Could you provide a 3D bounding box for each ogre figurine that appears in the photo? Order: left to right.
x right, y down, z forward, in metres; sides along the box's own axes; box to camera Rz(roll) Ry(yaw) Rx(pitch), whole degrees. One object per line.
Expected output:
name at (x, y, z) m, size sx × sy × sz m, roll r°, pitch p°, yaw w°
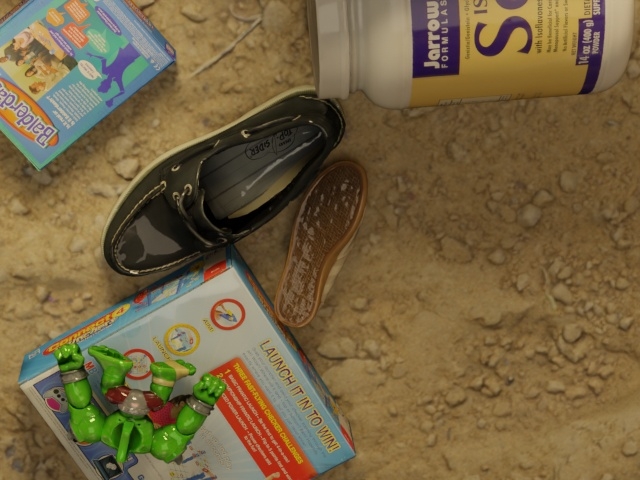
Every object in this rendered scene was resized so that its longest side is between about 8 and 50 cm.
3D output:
ogre figurine at (-0.222, 0.194, 1.937) m, size 0.197 × 0.097 × 0.118 m, roll 10°, pitch 100°, yaw -21°

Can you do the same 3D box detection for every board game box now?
board game box at (-0.295, -0.205, 1.883) m, size 0.210 × 0.047 × 0.160 m, roll -37°, pitch 111°, yaw 10°
board game box at (-0.162, 0.204, 2.044) m, size 0.302 × 0.086 × 0.308 m, roll -29°, pitch 112°, yaw 7°

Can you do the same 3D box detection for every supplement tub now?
supplement tub at (0.154, -0.267, 1.789) m, size 0.331 × 0.241 × 0.241 m, roll -5°, pitch 113°, yaw -3°

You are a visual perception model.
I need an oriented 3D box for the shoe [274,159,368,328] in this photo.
shoe at (0.000, 0.000, 1.994) m, size 0.076 × 0.058 × 0.219 m, roll 25°, pitch 106°, yaw 7°

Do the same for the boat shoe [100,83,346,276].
boat shoe at (-0.116, -0.053, 1.925) m, size 0.340 × 0.113 × 0.127 m, roll -29°, pitch 112°, yaw 8°
